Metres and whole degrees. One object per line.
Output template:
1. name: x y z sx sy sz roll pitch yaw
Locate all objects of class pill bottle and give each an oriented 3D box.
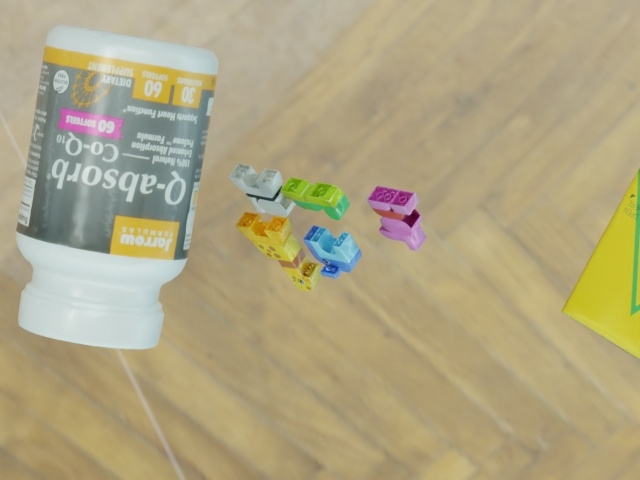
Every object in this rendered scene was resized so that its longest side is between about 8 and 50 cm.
1. pill bottle: -0.191 -0.049 1.803 0.162 0.162 0.278 7 95 -26

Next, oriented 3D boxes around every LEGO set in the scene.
1. LEGO set: 0.000 0.000 1.904 0.087 0.227 0.093 -54 134 -25

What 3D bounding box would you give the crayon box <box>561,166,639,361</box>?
1. crayon box: 0.353 -0.058 1.412 0.363 0.106 0.313 5 117 -58
